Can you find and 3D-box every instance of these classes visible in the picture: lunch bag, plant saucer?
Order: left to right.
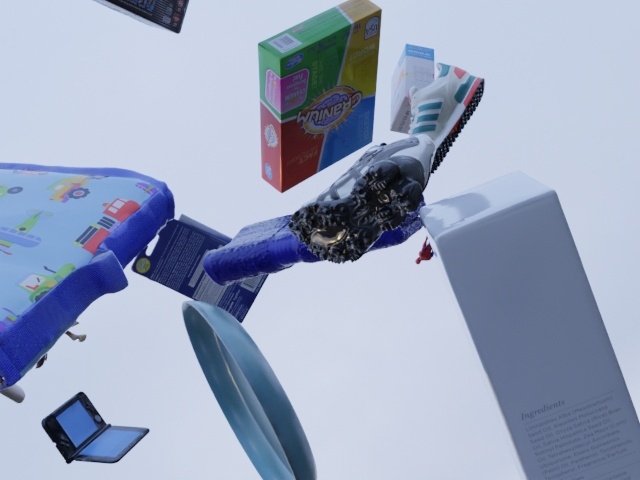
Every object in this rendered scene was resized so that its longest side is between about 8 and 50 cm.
[{"bbox_3d":[-0.263,0.023,0.792,0.293,0.138,0.221,-5,28,31],"label":"lunch bag"},{"bbox_3d":[-0.086,0.211,1.346,0.044,0.317,0.317,-27,-23,-16],"label":"plant saucer"}]

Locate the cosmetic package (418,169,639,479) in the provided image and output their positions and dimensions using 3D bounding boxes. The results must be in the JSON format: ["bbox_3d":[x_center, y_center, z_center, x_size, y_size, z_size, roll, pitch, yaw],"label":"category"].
[{"bbox_3d":[0.288,0.153,1.372,0.162,0.453,0.230,-22,10,4],"label":"cosmetic package"}]

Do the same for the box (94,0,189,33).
[{"bbox_3d":[-0.279,-0.470,1.694,0.270,0.060,0.216,3,-75,-73],"label":"box"}]

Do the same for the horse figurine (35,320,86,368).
[{"bbox_3d":[-0.454,0.069,1.701,0.174,0.263,0.066,30,-41,-33],"label":"horse figurine"}]

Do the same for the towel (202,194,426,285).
[{"bbox_3d":[0.000,0.000,1.568,0.308,0.076,0.227,-13,11,19],"label":"towel"}]

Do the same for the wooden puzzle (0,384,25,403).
[{"bbox_3d":[-0.576,0.169,1.532,0.044,0.239,0.221,-64,-20,-17],"label":"wooden puzzle"}]

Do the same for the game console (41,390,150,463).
[{"bbox_3d":[-0.320,0.265,1.487,0.071,0.107,0.122,-33,2,19],"label":"game console"}]

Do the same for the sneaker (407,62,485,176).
[{"bbox_3d":[0.127,-0.141,1.245,0.161,0.075,0.057,-56,-16,-5],"label":"sneaker"}]

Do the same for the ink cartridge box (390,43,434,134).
[{"bbox_3d":[0.177,-0.278,2.014,0.062,0.181,0.104,10,-36,-9],"label":"ink cartridge box"}]

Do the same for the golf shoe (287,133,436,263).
[{"bbox_3d":[0.046,-0.041,1.019,0.198,0.077,0.094,-26,22,51],"label":"golf shoe"}]

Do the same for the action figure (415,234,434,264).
[{"bbox_3d":[0.231,0.004,2.125,0.038,0.030,0.115,27,-73,-39],"label":"action figure"}]

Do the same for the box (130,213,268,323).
[{"bbox_3d":[-0.211,0.043,1.866,0.136,0.225,0.036,-60,10,23],"label":"box"}]

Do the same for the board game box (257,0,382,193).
[{"bbox_3d":[-0.001,-0.267,1.930,0.242,0.064,0.316,-32,-35,-27],"label":"board game box"}]
